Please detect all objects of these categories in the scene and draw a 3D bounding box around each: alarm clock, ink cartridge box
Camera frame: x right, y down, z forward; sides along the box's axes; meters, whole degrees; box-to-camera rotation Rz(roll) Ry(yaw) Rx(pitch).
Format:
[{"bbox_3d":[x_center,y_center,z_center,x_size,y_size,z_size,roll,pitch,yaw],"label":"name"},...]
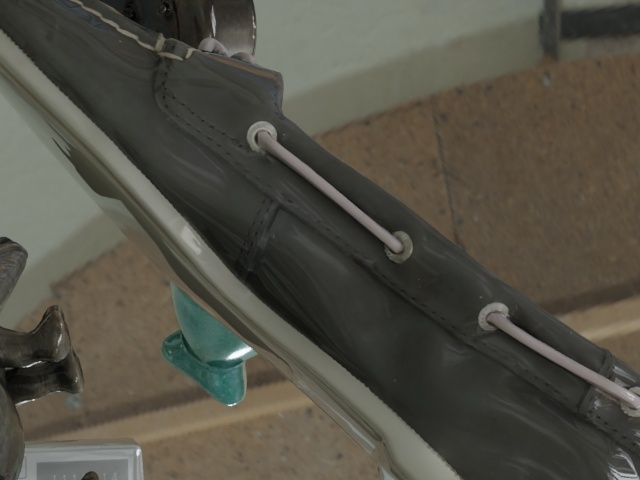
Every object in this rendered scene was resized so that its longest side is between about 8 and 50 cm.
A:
[{"bbox_3d":[-0.100,-0.113,0.883,0.129,0.064,0.192,-19,-88,36],"label":"alarm clock"},{"bbox_3d":[-0.314,0.215,1.285,0.296,0.261,0.066,0,-96,-10],"label":"ink cartridge box"}]

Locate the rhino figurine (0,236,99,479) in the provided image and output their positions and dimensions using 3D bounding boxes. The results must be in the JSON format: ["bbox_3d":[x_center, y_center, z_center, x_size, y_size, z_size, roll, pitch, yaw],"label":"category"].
[{"bbox_3d":[-0.166,0.066,0.667,0.106,0.073,0.243,-14,-139,-9],"label":"rhino figurine"}]

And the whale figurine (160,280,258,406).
[{"bbox_3d":[-0.091,0.058,1.392,0.216,0.272,0.141,36,-143,11],"label":"whale figurine"}]

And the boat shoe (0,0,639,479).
[{"bbox_3d":[0.000,0.000,0.548,0.335,0.112,0.095,44,-101,3],"label":"boat shoe"}]
